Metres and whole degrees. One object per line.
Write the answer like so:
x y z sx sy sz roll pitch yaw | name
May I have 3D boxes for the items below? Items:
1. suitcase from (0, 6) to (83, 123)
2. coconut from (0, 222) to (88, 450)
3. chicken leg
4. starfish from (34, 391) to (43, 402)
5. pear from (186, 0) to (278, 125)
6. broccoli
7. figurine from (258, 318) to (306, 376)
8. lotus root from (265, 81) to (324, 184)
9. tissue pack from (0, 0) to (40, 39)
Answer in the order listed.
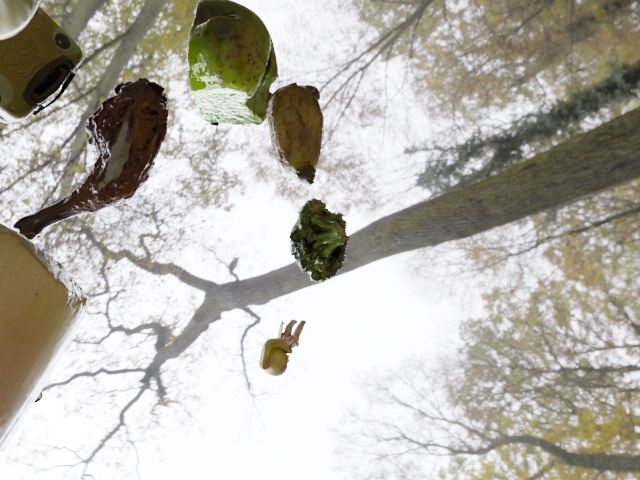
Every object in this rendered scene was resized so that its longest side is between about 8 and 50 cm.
-0.560 -0.332 0.898 0.235 0.143 0.193 47 -114 -34 | suitcase
-0.368 0.098 0.475 0.239 0.239 0.244 38 -118 -19 | coconut
-0.429 -0.138 1.016 0.158 0.096 0.407 40 -88 -13 | chicken leg
-0.613 0.267 1.001 0.146 0.074 0.189 46 -169 -36 | starfish
-0.168 -0.381 1.033 0.164 0.255 0.238 6 -101 -3 | pear
-0.002 0.002 1.555 0.198 0.176 0.226 20 -148 -32 | broccoli
-0.091 0.242 1.215 0.083 0.083 0.187 48 -139 -11 | figurine
-0.039 -0.161 0.823 0.108 0.095 0.190 32 -131 -46 | lotus root
-0.260 -0.226 0.351 0.127 0.178 0.123 2 -111 -13 | tissue pack
